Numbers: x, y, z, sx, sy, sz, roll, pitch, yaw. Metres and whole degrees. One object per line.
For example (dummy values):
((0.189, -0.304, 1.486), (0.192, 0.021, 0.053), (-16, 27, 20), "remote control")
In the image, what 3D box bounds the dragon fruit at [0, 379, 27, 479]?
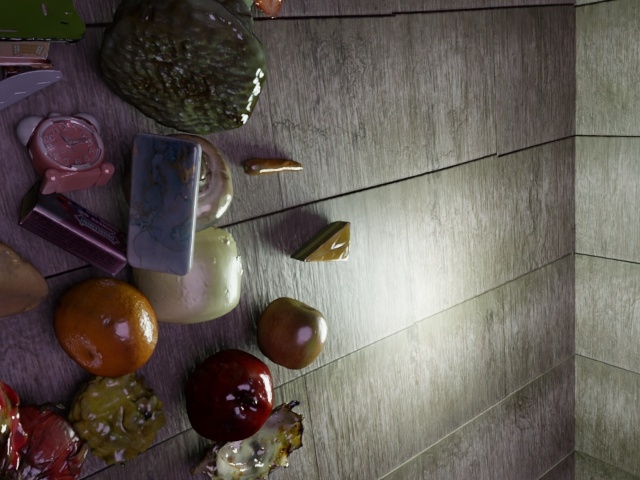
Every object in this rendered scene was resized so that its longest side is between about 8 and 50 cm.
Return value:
((-0.712, 0.356, 1.067), (0.386, 0.249, 0.371), (-34, 78, -5), "dragon fruit")

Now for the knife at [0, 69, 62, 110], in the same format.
((-0.611, -0.269, 1.144), (0.244, 0.032, 0.058), (-35, 132, -6), "knife")

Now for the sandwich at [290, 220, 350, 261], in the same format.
((0.000, 0.000, 1.692), (0.163, 0.079, 0.113), (-1, 97, -36), "sandwich")

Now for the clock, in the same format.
((-0.523, -0.184, 1.229), (0.166, 0.093, 0.162), (-15, 79, -40), "clock")

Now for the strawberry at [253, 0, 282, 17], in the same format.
((-0.143, -0.640, 1.461), (0.146, 0.082, 0.187), (-29, 121, -25), "strawberry")

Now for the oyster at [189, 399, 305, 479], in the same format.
((-0.191, 0.573, 1.639), (0.361, 0.096, 0.221), (-22, 116, -33), "oyster")

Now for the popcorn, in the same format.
((-0.453, 0.391, 1.350), (0.189, 0.169, 0.218), (-46, 129, -20), "popcorn")

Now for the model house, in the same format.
((-0.618, -0.413, 1.117), (0.294, 0.154, 0.207), (-12, 73, -37), "model house")

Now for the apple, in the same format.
((-0.078, 0.250, 1.608), (0.188, 0.188, 0.174), (23, 89, -38), "apple")

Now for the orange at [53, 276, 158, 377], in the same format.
((-0.455, 0.185, 1.288), (0.170, 0.224, 0.224), (-55, 131, -51), "orange")

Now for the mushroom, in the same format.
((-0.319, -0.131, 1.335), (0.254, 0.184, 0.255), (1, 79, -6), "mushroom")

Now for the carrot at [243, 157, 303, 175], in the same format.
((-0.121, -0.197, 1.586), (0.191, 0.047, 0.047), (-10, 104, -42), "carrot")

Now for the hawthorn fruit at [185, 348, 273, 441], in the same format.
((-0.204, 0.383, 1.475), (0.210, 0.266, 0.230), (28, 66, -27), "hawthorn fruit")

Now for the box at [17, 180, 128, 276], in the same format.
((-0.513, -0.023, 1.259), (0.069, 0.120, 0.224), (-43, 129, 11), "box")

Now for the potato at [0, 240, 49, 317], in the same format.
((-0.654, 0.079, 1.163), (0.161, 0.128, 0.235), (-49, 129, -15), "potato")

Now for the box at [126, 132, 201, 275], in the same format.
((-0.323, -0.072, 1.233), (0.044, 0.142, 0.285), (-54, 153, -72), "box")

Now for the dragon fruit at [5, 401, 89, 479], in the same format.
((-0.599, 0.457, 1.200), (0.223, 0.148, 0.218), (-19, 109, 11), "dragon fruit")

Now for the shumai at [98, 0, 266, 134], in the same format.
((-0.263, -0.443, 1.268), (0.324, 0.397, 0.323), (20, 62, -20), "shumai")

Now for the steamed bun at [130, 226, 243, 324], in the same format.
((-0.306, 0.076, 1.409), (0.273, 0.166, 0.232), (0, 100, -38), "steamed bun")
